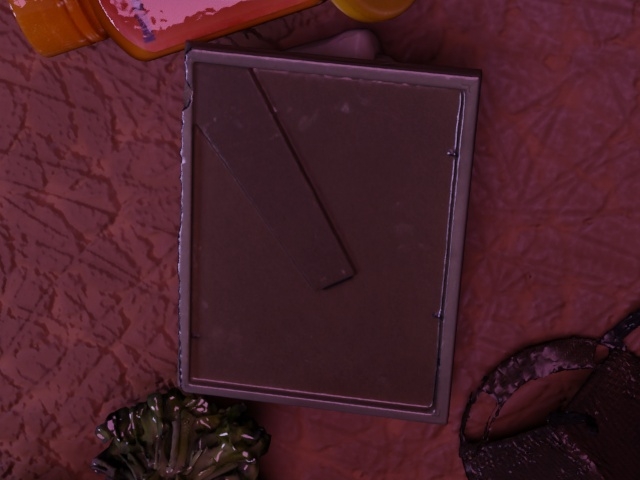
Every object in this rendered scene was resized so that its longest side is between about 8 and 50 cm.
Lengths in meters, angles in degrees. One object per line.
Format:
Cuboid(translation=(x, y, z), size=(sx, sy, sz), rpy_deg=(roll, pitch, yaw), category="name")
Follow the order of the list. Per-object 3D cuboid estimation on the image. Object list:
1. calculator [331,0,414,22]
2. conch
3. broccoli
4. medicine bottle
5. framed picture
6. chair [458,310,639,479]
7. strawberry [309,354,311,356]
Cuboid(translation=(0.023, -0.269, 1.298), size=(0.032, 0.146, 0.235), rpy_deg=(-4, 100, 40), category="calculator")
Cuboid(translation=(-0.003, -0.097, 1.372), size=(0.176, 0.104, 0.094), rpy_deg=(-14, 68, 14), category="conch")
Cuboid(translation=(-0.123, 0.224, 1.364), size=(0.145, 0.304, 0.165), rpy_deg=(4, 108, 7), category="broccoli")
Cuboid(translation=(-0.111, -0.212, 1.340), size=(0.222, 0.112, 0.149), rpy_deg=(-17, 103, 11), category="medicine bottle")
Cuboid(translation=(0.000, 0.000, 1.356), size=(0.211, 0.020, 0.290), rpy_deg=(6, 120, 6), category="framed picture")
Cuboid(translation=(0.216, 0.152, 1.422), size=(0.174, 0.149, 0.213), rpy_deg=(50, 147, -11), category="chair")
Cuboid(translation=(0.033, 0.055, 1.435), size=(0.152, 0.048, 0.104), rpy_deg=(34, 102, -8), category="strawberry")
